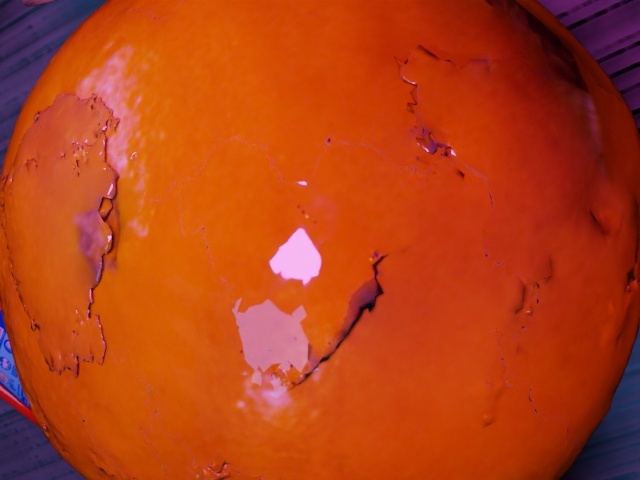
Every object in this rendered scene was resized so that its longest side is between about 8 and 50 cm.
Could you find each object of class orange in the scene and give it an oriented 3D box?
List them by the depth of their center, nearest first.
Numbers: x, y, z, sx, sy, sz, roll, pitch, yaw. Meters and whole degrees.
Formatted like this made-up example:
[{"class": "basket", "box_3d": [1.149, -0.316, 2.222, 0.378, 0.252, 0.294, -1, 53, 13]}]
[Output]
[{"class": "orange", "box_3d": [0.000, 0.000, 0.667, 0.246, 0.246, 0.246, 14, 125, 22]}]

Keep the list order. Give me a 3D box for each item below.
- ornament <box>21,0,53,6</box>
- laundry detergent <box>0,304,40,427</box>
[{"class": "ornament", "box_3d": [-0.049, -0.225, 0.673, 0.230, 0.061, 0.244, -4, 110, 29]}, {"class": "laundry detergent", "box_3d": [-0.159, 0.045, 0.915, 0.165, 0.049, 0.097, 33, 133, 11]}]
